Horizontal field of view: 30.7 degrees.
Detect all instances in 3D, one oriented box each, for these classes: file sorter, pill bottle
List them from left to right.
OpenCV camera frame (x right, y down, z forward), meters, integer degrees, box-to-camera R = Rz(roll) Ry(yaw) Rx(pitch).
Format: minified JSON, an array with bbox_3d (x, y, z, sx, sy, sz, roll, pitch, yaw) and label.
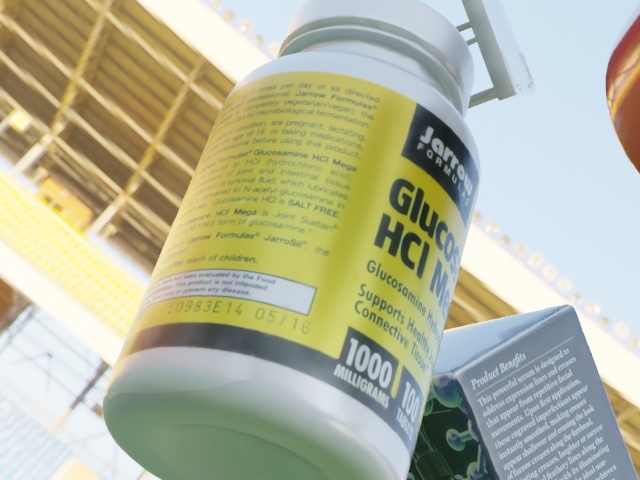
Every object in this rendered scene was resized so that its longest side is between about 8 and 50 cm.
[{"bbox_3d":[0.000,0.000,0.767,0.188,0.334,0.188,13,-31,8],"label":"pill bottle"},{"bbox_3d":[0.080,-0.246,1.163,0.173,0.193,0.278,-21,-88,18],"label":"file sorter"}]

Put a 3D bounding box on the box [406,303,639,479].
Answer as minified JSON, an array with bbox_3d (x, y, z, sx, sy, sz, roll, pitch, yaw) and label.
[{"bbox_3d":[0.184,0.305,1.311,0.293,0.212,0.395,-19,-88,51],"label":"box"}]

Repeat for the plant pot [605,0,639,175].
[{"bbox_3d":[0.353,-0.152,0.760,0.275,0.275,0.243,32,-30,14],"label":"plant pot"}]
